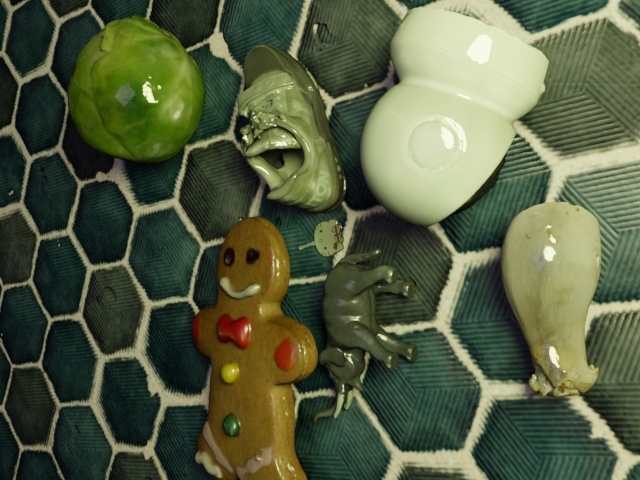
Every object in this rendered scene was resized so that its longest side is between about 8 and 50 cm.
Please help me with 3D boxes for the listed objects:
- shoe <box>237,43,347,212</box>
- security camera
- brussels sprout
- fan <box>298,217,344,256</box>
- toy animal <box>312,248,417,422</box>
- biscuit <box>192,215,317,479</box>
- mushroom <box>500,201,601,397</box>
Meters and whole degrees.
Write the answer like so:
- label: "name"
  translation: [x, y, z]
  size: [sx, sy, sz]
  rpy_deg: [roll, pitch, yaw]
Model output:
- label: "shoe"
  translation: [-0.066, -0.177, 0.862]
  size: [0.109, 0.149, 0.293]
  rpy_deg: [-31, 75, 27]
- label: "security camera"
  translation: [0.142, -0.134, 0.713]
  size: [0.194, 0.194, 0.236]
  rpy_deg: [27, 99, 28]
- label: "brussels sprout"
  translation: [-0.300, -0.245, 0.973]
  size: [0.244, 0.244, 0.244]
  rpy_deg: [-1, 88, 30]
- label: "fan"
  translation: [0.000, 0.000, 0.901]
  size: [0.083, 0.004, 0.056]
  rpy_deg: [-18, 80, 29]
- label: "toy animal"
  translation: [0.059, 0.143, 0.822]
  size: [0.137, 0.082, 0.270]
  rpy_deg: [10, 98, 33]
- label: "biscuit"
  translation: [-0.120, 0.179, 0.895]
  size: [0.283, 0.064, 0.432]
  rpy_deg: [6, 95, 46]
- label: "mushroom"
  translation: [0.270, 0.071, 0.692]
  size: [0.116, 0.093, 0.225]
  rpy_deg: [2, 84, 9]
